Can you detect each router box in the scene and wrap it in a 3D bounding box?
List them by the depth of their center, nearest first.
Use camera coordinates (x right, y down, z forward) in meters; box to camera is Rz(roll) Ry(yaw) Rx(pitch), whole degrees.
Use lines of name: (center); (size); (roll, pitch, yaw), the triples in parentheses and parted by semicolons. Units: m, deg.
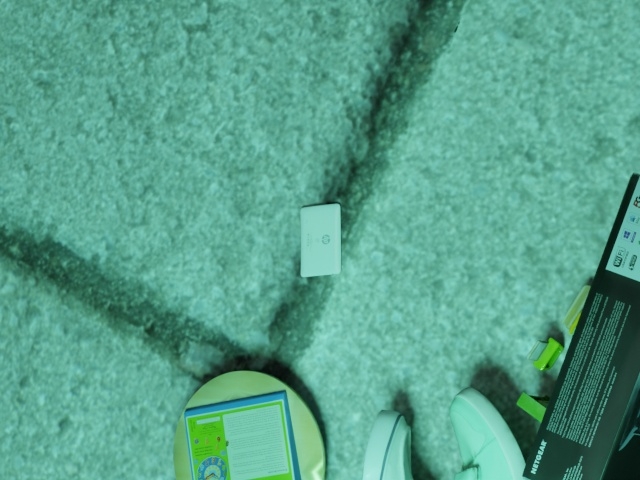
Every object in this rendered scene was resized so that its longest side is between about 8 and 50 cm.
router box: (0.327, 0.106, 1.713); (0.081, 0.243, 0.309); (21, 92, 31)

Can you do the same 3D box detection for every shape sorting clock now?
shape sorting clock: (-0.083, 0.254, 2.047); (0.206, 0.040, 0.206); (-3, 85, 30)

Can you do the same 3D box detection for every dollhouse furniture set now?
dollhouse furniture set: (0.267, 0.119, 1.853); (0.076, 0.058, 0.152); (37, 101, 29)

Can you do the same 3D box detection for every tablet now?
tablet: (0.000, 0.000, 2.060); (0.054, 0.006, 0.083); (-6, 79, 29)

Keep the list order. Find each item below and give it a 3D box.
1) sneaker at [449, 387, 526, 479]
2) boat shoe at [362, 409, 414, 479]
sneaker: (0.144, 0.286, 1.841); (0.151, 0.094, 0.256); (-13, 73, -12)
boat shoe: (0.091, 0.314, 1.910); (0.084, 0.095, 0.258); (0, 77, 14)
